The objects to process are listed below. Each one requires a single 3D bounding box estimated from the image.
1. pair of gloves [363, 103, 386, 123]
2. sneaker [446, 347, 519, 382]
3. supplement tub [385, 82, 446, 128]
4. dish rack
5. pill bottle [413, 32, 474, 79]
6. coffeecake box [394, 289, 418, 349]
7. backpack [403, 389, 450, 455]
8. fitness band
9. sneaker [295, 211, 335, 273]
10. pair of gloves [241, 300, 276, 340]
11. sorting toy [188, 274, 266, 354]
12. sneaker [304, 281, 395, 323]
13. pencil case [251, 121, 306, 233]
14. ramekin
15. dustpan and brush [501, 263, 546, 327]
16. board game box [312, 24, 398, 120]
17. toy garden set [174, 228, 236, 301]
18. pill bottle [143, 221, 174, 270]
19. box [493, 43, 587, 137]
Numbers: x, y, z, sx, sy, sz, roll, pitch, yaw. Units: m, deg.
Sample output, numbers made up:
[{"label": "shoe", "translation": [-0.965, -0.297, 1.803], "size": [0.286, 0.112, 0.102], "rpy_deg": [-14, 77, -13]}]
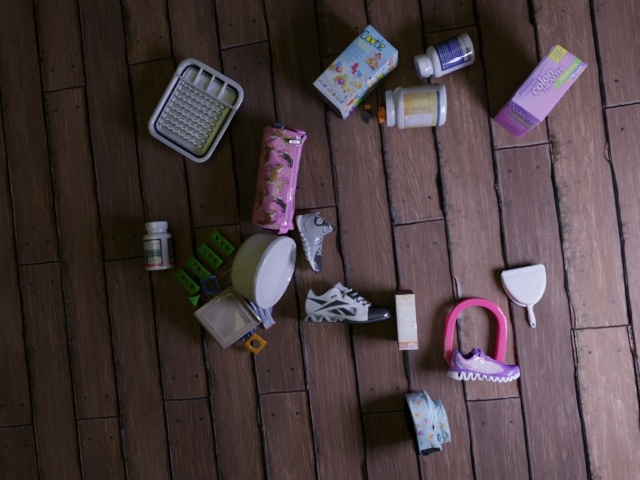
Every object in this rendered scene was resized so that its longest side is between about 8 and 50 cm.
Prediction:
[{"label": "pair of gloves", "translation": [0.198, -0.464, 1.727], "size": [0.083, 0.010, 0.074], "rpy_deg": [1, 90, 9]}, {"label": "sneaker", "translation": [0.548, 0.417, 1.590], "size": [0.237, 0.095, 0.104], "rpy_deg": [1, 85, 6]}, {"label": "supplement tub", "translation": [0.329, -0.466, 1.641], "size": [0.200, 0.144, 0.144], "rpy_deg": [-2, 90, 8]}, {"label": "dish rack", "translation": [-0.466, -0.487, 1.791], "size": [0.286, 0.072, 0.332], "rpy_deg": [31, 94, 6]}, {"label": "pill bottle", "translation": [0.428, -0.635, 1.644], "size": [0.187, 0.112, 0.111], "rpy_deg": [-19, 87, 7]}, {"label": "coffeecake box", "translation": [0.297, 0.273, 1.645], "size": [0.068, 0.142, 0.185], "rpy_deg": [-3, 90, 7]}, {"label": "backpack", "translation": [0.362, 0.613, 1.623], "size": [0.145, 0.166, 0.188], "rpy_deg": [-21, 90, 6]}, {"label": "fitness band", "translation": [0.542, 0.345, 1.659], "size": [0.209, 0.054, 0.290], "rpy_deg": [6, 92, 5]}, {"label": "sneaker", "translation": [0.000, 0.000, 1.719], "size": [0.132, 0.086, 0.228], "rpy_deg": [-18, 86, 5]}, {"label": "pair of gloves", "translation": [-0.261, 0.281, 1.785], "size": [0.198, 0.023, 0.159], "rpy_deg": [-28, 86, 8]}, {"label": "sorting toy", "translation": [-0.343, 0.284, 1.752], "size": [0.196, 0.047, 0.347], "rpy_deg": [-36, 99, 8]}, {"label": "sneaker", "translation": [0.097, 0.221, 1.673], "size": [0.331, 0.122, 0.146], "rpy_deg": [-1, 83, 18]}, {"label": "pencil case", "translation": [-0.152, -0.218, 1.702], "size": [0.160, 0.167, 0.385], "rpy_deg": [8, 92, -9]}, {"label": "ramekin", "translation": [-0.203, 0.097, 1.664], "size": [0.127, 0.273, 0.272], "rpy_deg": [19, 93, 21]}, {"label": "dustpan and brush", "translation": [0.719, 0.199, 1.636], "size": [0.147, 0.060, 0.211], "rpy_deg": [-12, 81, 9]}, {"label": "board game box", "translation": [0.126, -0.588, 1.671], "size": [0.275, 0.142, 0.144], "rpy_deg": [-44, 84, 6]}, {"label": "toy garden set", "translation": [-0.400, 0.116, 1.794], "size": [0.204, 0.049, 0.244], "rpy_deg": [43, 95, 8]}, {"label": "pill bottle", "translation": [-0.616, 0.021, 1.793], "size": [0.108, 0.108, 0.180], "rpy_deg": [-5, 89, 8]}, {"label": "box", "translation": [0.705, -0.477, 1.539], "size": [0.117, 0.243, 0.213], "rpy_deg": [39, 94, 7]}]
